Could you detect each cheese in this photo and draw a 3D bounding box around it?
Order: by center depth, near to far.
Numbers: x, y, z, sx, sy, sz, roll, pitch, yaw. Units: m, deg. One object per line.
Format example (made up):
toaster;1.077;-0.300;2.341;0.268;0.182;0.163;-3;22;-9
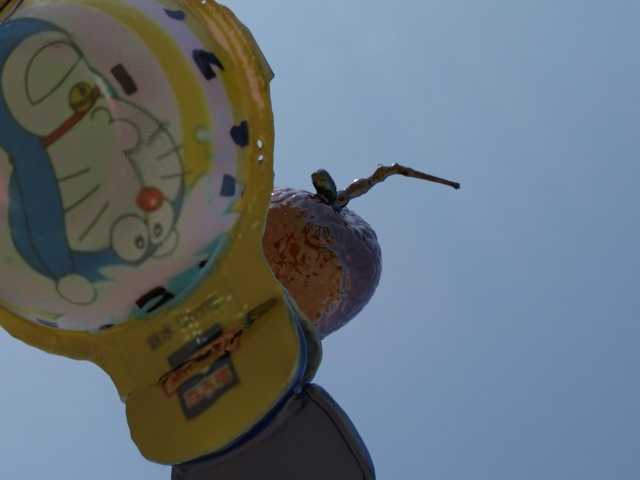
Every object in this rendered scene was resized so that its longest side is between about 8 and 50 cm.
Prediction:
cheese;-0.066;0.000;0.554;0.156;0.064;0.250;-36;-100;20

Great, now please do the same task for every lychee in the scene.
lychee;-0.004;0.004;0.972;0.101;0.114;0.140;-20;-138;61
